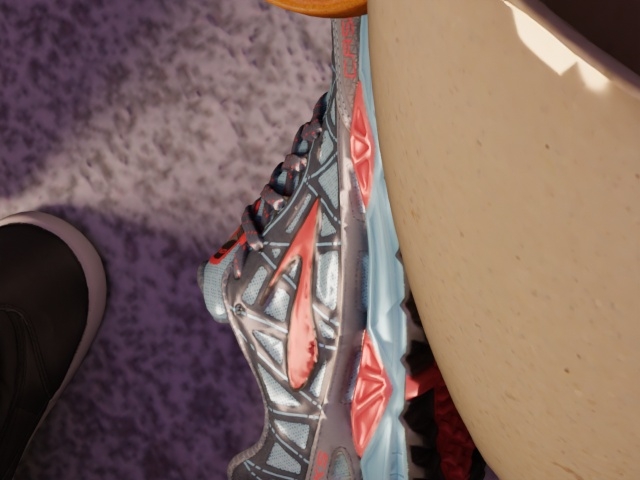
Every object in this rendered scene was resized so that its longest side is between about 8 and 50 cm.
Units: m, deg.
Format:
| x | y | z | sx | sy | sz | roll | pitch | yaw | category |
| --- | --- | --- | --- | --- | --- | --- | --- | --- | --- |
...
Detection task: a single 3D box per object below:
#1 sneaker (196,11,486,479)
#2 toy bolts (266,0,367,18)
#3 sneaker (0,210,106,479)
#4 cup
| x | y | z | sx | sy | sz | roll | pitch | yaw | category |
| --- | --- | --- | --- | --- | --- | --- | --- | --- | --- |
| 0.000 | 0.000 | 0.783 | 0.125 | 0.104 | 0.262 | 3 | 97 | 24 | sneaker |
| -0.047 | -0.190 | 0.762 | 0.228 | 0.158 | 0.218 | -17 | 102 | 20 | toy bolts |
| -0.206 | 0.127 | 0.857 | 0.104 | 0.147 | 0.296 | 30 | 107 | 15 | sneaker |
| 0.156 | -0.018 | 0.631 | 0.331 | 0.331 | 0.237 | 30 | 132 | 17 | cup |
